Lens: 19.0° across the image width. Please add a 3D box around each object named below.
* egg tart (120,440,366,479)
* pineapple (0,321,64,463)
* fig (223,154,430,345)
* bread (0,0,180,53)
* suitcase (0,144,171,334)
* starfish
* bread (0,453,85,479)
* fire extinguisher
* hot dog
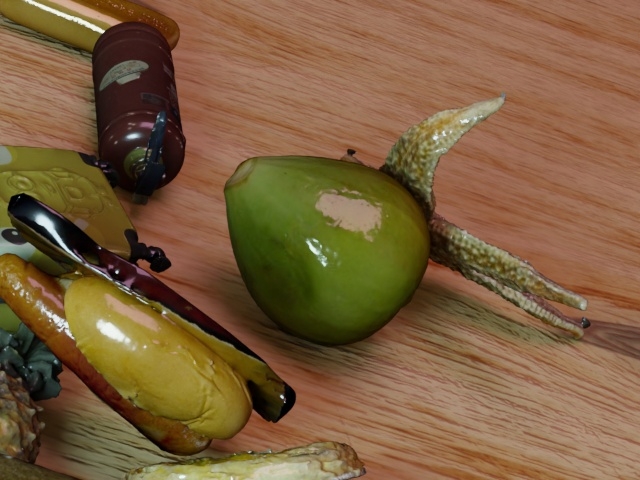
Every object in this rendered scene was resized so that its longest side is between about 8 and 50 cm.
[{"bbox_3d":[-0.069,0.236,1.735,0.234,0.094,0.234,-8,-3,0],"label":"egg tart"},{"bbox_3d":[-0.303,0.147,1.752,0.128,0.128,0.248,21,25,-5],"label":"pineapple"},{"bbox_3d":[0.000,0.010,2.093,0.230,0.207,0.207,9,32,-11],"label":"fig"},{"bbox_3d":[-0.301,-0.284,2.469,0.239,0.074,0.092,23,35,-2],"label":"bread"},{"bbox_3d":[-0.299,0.007,1.943,0.235,0.143,0.194,2,37,-33],"label":"suitcase"},{"bbox_3d":[0.163,-0.029,2.228,0.384,0.398,0.132,37,71,10],"label":"starfish"},{"bbox_3d":[-0.126,0.308,1.564,0.416,0.165,0.113,18,29,-7],"label":"bread"},{"bbox_3d":[-0.210,-0.150,2.256,0.102,0.138,0.344,10,32,-16],"label":"fire extinguisher"},{"bbox_3d":[-0.183,0.104,1.785,0.326,0.194,0.107,34,71,-2],"label":"hot dog"}]
